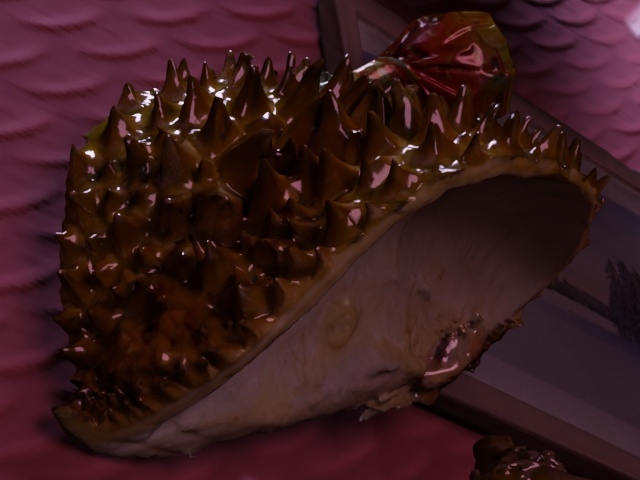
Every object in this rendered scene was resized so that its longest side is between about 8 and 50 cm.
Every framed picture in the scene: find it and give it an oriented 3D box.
[{"bbox_3d":[0.111,0.018,0.940,0.289,0.016,0.213,27,43,-39],"label":"framed picture"}]

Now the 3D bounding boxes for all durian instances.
[{"bbox_3d":[0.000,0.000,0.726,0.144,0.139,0.252,23,16,30],"label":"durian"}]

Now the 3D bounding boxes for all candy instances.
[{"bbox_3d":[0.004,-0.061,0.818,0.201,0.060,0.060,-12,72,-39],"label":"candy"}]

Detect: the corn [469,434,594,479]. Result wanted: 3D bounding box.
[{"bbox_3d":[0.090,0.190,0.693,0.097,0.097,0.262,20,49,-45],"label":"corn"}]
